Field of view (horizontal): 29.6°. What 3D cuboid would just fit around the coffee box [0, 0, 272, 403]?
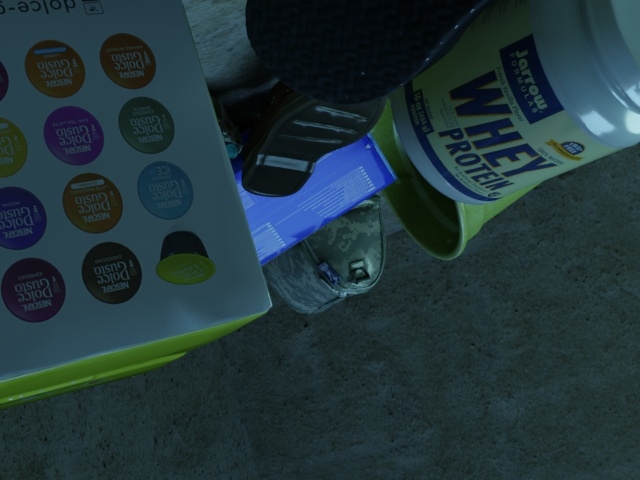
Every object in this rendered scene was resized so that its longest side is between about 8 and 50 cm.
[{"bbox_3d":[-0.298,-0.021,1.093,0.337,0.334,0.338,-12,172,-32],"label":"coffee box"}]

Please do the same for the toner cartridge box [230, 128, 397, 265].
[{"bbox_3d":[-0.083,-0.062,1.677,0.348,0.075,0.165,-32,132,3],"label":"toner cartridge box"}]

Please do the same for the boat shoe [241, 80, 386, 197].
[{"bbox_3d":[-0.022,-0.156,1.452,0.110,0.104,0.307,12,156,-26],"label":"boat shoe"}]

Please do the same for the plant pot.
[{"bbox_3d":[0.242,-0.146,1.867,0.254,0.276,0.276,-26,176,-17],"label":"plant pot"}]

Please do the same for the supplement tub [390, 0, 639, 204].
[{"bbox_3d":[0.273,-0.198,1.486,0.325,0.235,0.235,-23,171,42],"label":"supplement tub"}]

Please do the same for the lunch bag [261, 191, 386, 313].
[{"bbox_3d":[0.000,0.000,2.318,0.212,0.256,0.305,-15,172,-21],"label":"lunch bag"}]

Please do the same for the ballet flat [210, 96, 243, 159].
[{"bbox_3d":[-0.149,-0.148,1.513,0.091,0.077,0.241,2,177,9],"label":"ballet flat"}]

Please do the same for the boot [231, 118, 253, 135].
[{"bbox_3d":[-0.107,-0.119,1.841,0.283,0.109,0.220,-21,-179,-32],"label":"boot"}]

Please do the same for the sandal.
[{"bbox_3d":[0.099,-0.245,1.048,0.107,0.168,0.445,-34,-173,-42],"label":"sandal"}]
